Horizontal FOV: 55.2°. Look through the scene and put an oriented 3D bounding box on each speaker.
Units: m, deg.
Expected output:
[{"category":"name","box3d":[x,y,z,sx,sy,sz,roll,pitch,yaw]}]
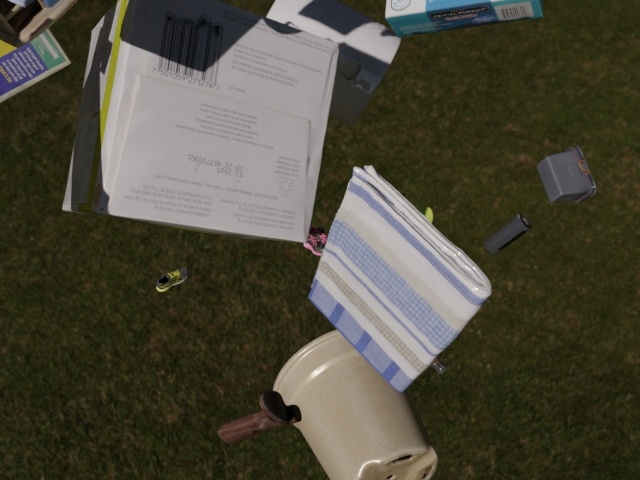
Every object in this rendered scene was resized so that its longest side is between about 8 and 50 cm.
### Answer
[{"category":"speaker","box3d":[0.536,-0.016,1.761,0.055,0.136,0.055,30,37,-25]}]

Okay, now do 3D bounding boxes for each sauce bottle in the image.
[{"category":"sauce bottle","box3d":[0.244,0.262,1.444,0.128,0.042,0.042,48,59,-2]}]

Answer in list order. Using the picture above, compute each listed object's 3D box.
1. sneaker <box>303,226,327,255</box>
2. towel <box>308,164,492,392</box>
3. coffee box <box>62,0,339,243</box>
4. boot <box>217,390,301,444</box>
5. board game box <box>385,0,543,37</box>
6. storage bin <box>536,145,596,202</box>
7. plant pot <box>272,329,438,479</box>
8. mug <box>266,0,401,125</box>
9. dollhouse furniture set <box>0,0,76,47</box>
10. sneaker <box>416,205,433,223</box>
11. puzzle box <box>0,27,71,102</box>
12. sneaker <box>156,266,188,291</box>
[{"category":"sneaker","box3d":[0.000,0.000,1.375,0.047,0.057,0.119,4,14,-31]},{"category":"towel","box3d":[0.082,0.061,0.773,0.034,0.285,0.209,-32,68,-32]},{"category":"coffee box","box3d":[-0.216,-0.185,1.045,0.337,0.339,0.334,10,-3,-31]},{"category":"boot","box3d":[-0.095,0.235,0.797,0.114,0.106,0.037,-19,54,15]},{"category":"board game box","box3d":[0.254,-0.539,1.057,0.253,0.079,0.336,1,80,26]},{"category":"storage bin","box3d":[0.605,-0.159,1.514,0.091,0.098,0.135,-11,74,-16]},{"category":"plant pot","box3d":[0.096,0.416,1.383,0.333,0.334,0.305,-16,42,-14]},{"category":"mug","box3d":[0.004,-0.490,1.584,0.328,0.276,0.374,29,15,-8]},{"category":"dollhouse furniture set","box3d":[-0.333,-0.281,0.704,0.303,0.198,0.286,27,69,27]},{"category":"sneaker","box3d":[0.255,-0.038,1.708,0.081,0.094,0.208,40,57,13]},{"category":"puzzle box","box3d":[-0.725,-0.459,1.195,0.272,0.409,0.052,-32,44,-8]},{"category":"sneaker","box3d":[-0.335,0.085,1.389,0.083,0.035,0.031,-38,73,-22]}]
